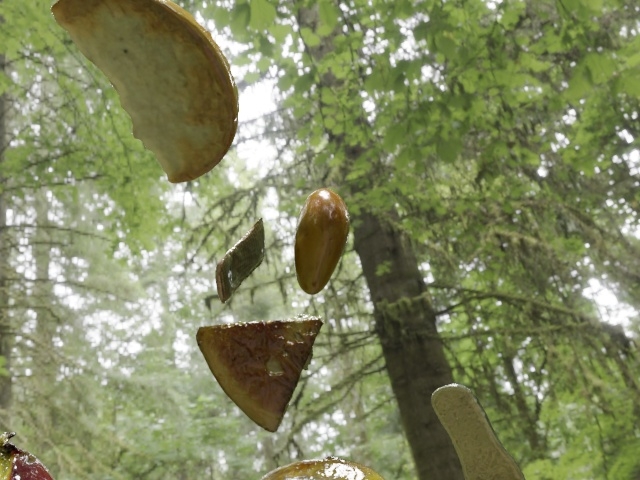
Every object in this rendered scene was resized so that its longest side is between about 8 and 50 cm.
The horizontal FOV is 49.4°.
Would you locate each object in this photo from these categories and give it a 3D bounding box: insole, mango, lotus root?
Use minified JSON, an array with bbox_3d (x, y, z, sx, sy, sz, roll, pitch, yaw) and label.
[{"bbox_3d":[0.228,0.306,0.976,0.081,0.011,0.247,-24,-77,23],"label":"insole"},{"bbox_3d":[0.000,0.000,1.584,0.113,0.253,0.139,21,-18,-38],"label":"mango"},{"bbox_3d":[0.006,0.452,1.148,0.291,0.193,0.193,-18,-29,33],"label":"lotus root"}]

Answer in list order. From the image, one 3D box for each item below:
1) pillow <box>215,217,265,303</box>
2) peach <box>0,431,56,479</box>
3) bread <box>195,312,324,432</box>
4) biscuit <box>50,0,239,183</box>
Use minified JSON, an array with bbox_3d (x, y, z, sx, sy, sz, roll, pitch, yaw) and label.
[{"bbox_3d":[-0.185,0.049,1.643,0.034,0.211,0.135,19,-45,18],"label":"pillow"},{"bbox_3d":[-0.762,0.606,1.491,0.339,0.417,0.353,-28,-40,-58],"label":"peach"},{"bbox_3d":[-0.064,0.160,0.829,0.155,0.135,0.054,-8,-13,-3],"label":"bread"},{"bbox_3d":[-0.218,-0.228,0.979,0.205,0.040,0.308,-14,-57,29],"label":"biscuit"}]
